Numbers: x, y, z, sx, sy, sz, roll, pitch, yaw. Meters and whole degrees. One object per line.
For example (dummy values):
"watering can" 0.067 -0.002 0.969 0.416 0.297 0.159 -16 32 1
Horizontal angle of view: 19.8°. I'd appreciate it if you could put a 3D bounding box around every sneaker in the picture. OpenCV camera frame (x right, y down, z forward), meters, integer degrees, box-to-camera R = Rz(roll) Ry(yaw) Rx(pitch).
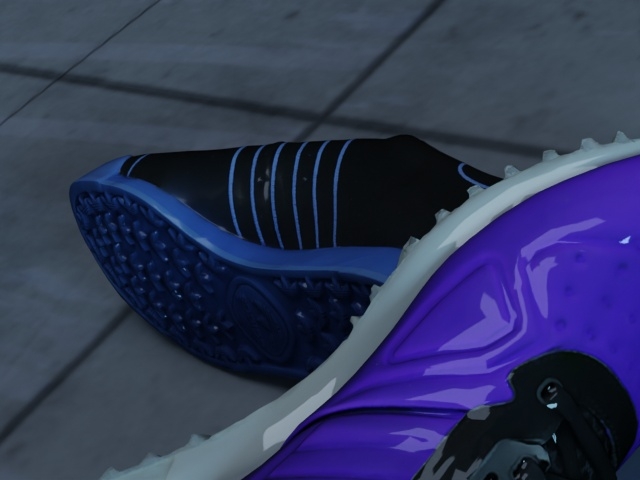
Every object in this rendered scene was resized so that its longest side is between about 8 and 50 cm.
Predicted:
"sneaker" 0.035 0.092 0.528 0.293 0.102 0.146 -36 37 -3
"sneaker" 0.000 0.000 0.701 0.090 0.081 0.232 -36 34 -31
